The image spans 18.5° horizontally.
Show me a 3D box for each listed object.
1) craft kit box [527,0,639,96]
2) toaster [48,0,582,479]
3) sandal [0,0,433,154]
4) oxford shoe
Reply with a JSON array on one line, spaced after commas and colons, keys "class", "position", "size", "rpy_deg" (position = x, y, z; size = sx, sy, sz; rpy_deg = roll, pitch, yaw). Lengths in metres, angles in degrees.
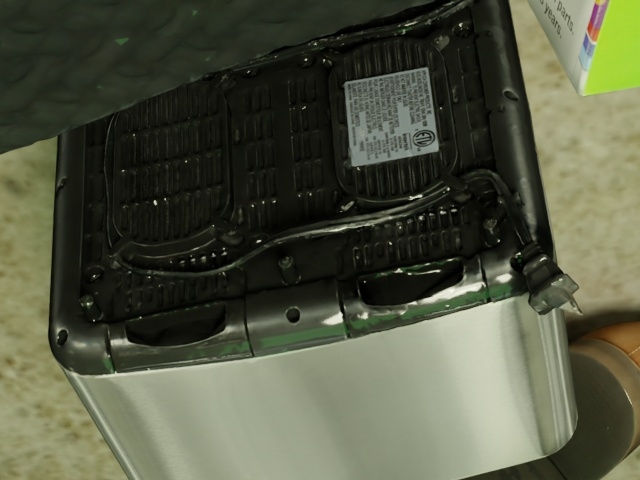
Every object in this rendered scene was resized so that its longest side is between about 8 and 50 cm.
[{"class": "craft kit box", "position": [0.050, -0.200, 0.371], "size": [0.061, 0.250, 0.246], "rpy_deg": [-9, 143, -18]}, {"class": "toaster", "position": [0.000, 0.000, 0.679], "size": [0.168, 0.185, 0.110], "rpy_deg": [-12, 137, 7]}, {"class": "sandal", "position": [-0.097, -0.114, 0.605], "size": [0.446, 0.107, 0.167], "rpy_deg": [-14, 142, -9]}, {"class": "oxford shoe", "position": [0.100, 0.098, 0.914], "size": [0.076, 0.076, 0.212], "rpy_deg": [-28, 172, -40]}]
